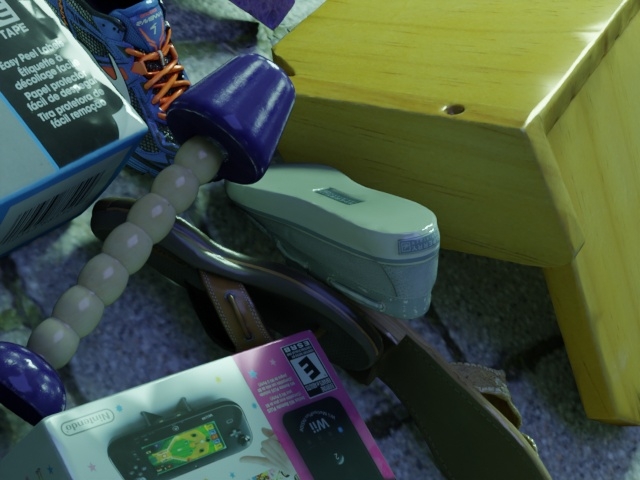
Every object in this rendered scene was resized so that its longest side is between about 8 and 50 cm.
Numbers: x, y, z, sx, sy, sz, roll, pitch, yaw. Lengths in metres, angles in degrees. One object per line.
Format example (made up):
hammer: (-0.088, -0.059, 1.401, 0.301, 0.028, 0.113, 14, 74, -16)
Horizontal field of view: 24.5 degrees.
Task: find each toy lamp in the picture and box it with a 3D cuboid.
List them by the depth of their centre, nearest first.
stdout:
toy lamp: (-0.110, -0.007, 0.928, 0.080, 0.080, 0.274, 40, 70, -7)

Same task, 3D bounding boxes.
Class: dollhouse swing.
dollhouse swing: (0.159, -0.053, 1.262, 0.315, 0.305, 0.347, 11, 36, 25)

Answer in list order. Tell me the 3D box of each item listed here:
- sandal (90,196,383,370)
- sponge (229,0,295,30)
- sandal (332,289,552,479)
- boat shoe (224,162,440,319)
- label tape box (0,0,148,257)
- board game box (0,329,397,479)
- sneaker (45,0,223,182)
sandal: (-0.063, 0.041, 1.003, 0.219, 0.090, 0.060, 28, 68, -9)
sponge: (-0.082, -0.266, 1.164, 0.210, 0.117, 0.031, 30, 8, -37)
sandal: (0.104, 0.109, 1.077, 0.240, 0.088, 0.079, 44, 48, 5)
boat shoe: (0.001, 0.000, 1.038, 0.079, 0.227, 0.081, -12, 111, -31)
label tape box: (-0.312, -0.130, 0.911, 0.347, 0.115, 0.249, 52, 43, 4)
board game box: (-0.030, 0.225, 0.879, 0.224, 0.097, 0.303, -16, 71, -44)
sneaker: (-0.138, -0.132, 1.067, 0.221, 0.087, 0.083, 49, 43, 3)
